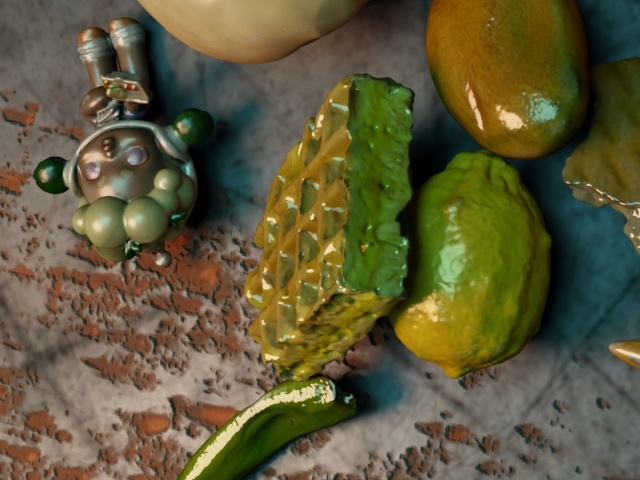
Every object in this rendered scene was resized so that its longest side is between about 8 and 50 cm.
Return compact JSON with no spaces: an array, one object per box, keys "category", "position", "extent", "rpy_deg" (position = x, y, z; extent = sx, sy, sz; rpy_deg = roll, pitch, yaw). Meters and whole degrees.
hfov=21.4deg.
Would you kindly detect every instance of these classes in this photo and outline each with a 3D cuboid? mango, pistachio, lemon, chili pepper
[{"category":"mango","position":[0.125,-0.118,1.121],"extent":[0.115,0.089,0.165],"rpy_deg":[-39,51,43]},{"category":"pistachio","position":[-0.075,-0.248,1.196],"extent":[0.299,0.187,0.187],"rpy_deg":[44,107,20]},{"category":"lemon","position":[0.098,0.015,1.127],"extent":[0.114,0.114,0.155],"rpy_deg":[4,89,29]},{"category":"chili pepper","position":[-0.053,0.153,1.238],"extent":[0.052,0.050,0.201],"rpy_deg":[40,115,-16]}]

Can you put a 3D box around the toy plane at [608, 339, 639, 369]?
[{"category":"toy plane","position":[0.328,0.103,1.013],"extent":[0.316,0.103,0.204],"rpy_deg":[13,91,35]}]

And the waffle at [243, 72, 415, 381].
[{"category":"waffle","position":[0.000,0.000,1.164],"extent":[0.211,0.055,0.160],"rpy_deg":[134,144,-60]}]

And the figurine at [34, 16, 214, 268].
[{"category":"figurine","position":[-0.149,-0.076,1.278],"extent":[0.147,0.093,0.197],"rpy_deg":[-18,77,15]}]

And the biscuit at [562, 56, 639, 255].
[{"category":"biscuit","position":[0.240,-0.021,1.057],"extent":[0.176,0.031,0.229],"rpy_deg":[-5,59,17]}]
